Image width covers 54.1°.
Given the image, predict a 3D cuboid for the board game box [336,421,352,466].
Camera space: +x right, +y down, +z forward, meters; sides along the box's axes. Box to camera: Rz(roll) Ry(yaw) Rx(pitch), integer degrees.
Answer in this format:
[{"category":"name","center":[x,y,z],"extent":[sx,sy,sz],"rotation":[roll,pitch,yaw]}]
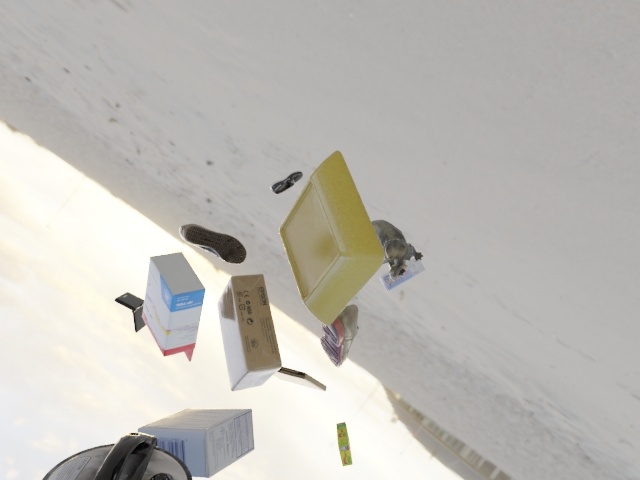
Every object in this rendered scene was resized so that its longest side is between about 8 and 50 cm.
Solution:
[{"category":"board game box","center":[0.095,0.815,2.519],"extent":[0.181,0.043,0.092],"rotation":[-95,-7,-78]}]

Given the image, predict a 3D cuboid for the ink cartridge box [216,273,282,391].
[{"category":"ink cartridge box","center":[-0.177,0.223,1.509],"extent":[0.193,0.088,0.234],"rotation":[127,134,-59]}]

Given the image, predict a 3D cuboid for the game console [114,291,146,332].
[{"category":"game console","center":[-0.590,0.222,1.957],"extent":[0.107,0.071,0.122],"rotation":[28,-175,-2]}]

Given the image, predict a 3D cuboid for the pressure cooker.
[{"category":"pressure cooker","center":[-0.466,0.667,1.438],"extent":[0.375,0.420,0.370],"rotation":[-8,-157,-39]}]

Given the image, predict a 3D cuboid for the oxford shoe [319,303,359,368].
[{"category":"oxford shoe","center":[0.082,0.341,2.193],"extent":[0.123,0.130,0.348],"rotation":[49,157,23]}]

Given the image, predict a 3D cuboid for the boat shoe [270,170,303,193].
[{"category":"boat shoe","center":[-0.111,-0.198,2.155],"extent":[0.038,0.125,0.046],"rotation":[52,162,38]}]

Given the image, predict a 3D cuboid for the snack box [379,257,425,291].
[{"category":"snack box","center":[0.318,0.129,2.425],"extent":[0.064,0.178,0.022],"rotation":[62,163,3]}]

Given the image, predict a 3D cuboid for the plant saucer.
[{"category":"plant saucer","center":[0.000,0.000,1.568],"extent":[0.081,0.332,0.333],"rotation":[-2,-123,-31]}]

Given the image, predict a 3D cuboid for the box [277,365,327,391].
[{"category":"box","center":[-0.086,0.406,1.874],"extent":[0.164,0.021,0.201],"rotation":[9,161,23]}]

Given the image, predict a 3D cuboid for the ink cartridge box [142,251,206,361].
[{"category":"ink cartridge box","center":[-0.327,0.156,1.377],"extent":[0.078,0.231,0.134],"rotation":[-10,-137,-34]}]

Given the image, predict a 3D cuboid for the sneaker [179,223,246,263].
[{"category":"sneaker","center":[-0.277,0.002,1.618],"extent":[0.188,0.066,0.071],"rotation":[30,174,-33]}]

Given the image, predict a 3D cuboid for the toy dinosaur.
[{"category":"toy dinosaur","center":[0.207,0.000,1.845],"extent":[0.160,0.121,0.313],"rotation":[54,-173,-43]}]

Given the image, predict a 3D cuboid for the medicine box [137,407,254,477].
[{"category":"medicine box","center":[-0.398,0.650,2.047],"extent":[0.263,0.149,0.289],"rotation":[-6,177,23]}]
